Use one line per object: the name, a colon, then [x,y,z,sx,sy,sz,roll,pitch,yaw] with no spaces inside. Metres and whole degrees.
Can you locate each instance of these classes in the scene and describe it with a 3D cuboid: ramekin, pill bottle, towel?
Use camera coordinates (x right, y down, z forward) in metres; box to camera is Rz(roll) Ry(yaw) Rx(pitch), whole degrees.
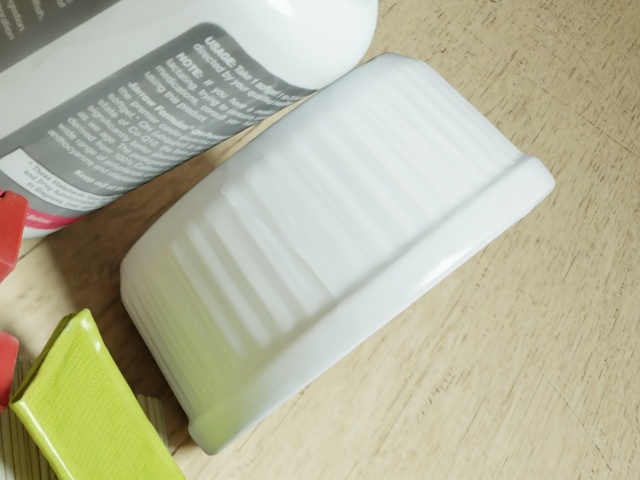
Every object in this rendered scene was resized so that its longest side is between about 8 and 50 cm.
ramekin: [0.000,0.000,0.995,0.127,0.273,0.273,52,27,2]
pill bottle: [-0.081,-0.138,0.897,0.176,0.318,0.176,42,34,-37]
towel: [-0.087,0.156,0.893,0.237,0.021,0.102,61,18,-19]

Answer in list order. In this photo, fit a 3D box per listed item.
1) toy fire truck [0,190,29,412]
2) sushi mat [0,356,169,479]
toy fire truck: [-0.210,0.009,0.777,0.192,0.135,0.047,29,42,-27]
sushi mat: [-0.109,0.212,0.867,0.151,0.019,0.316,24,47,-50]
